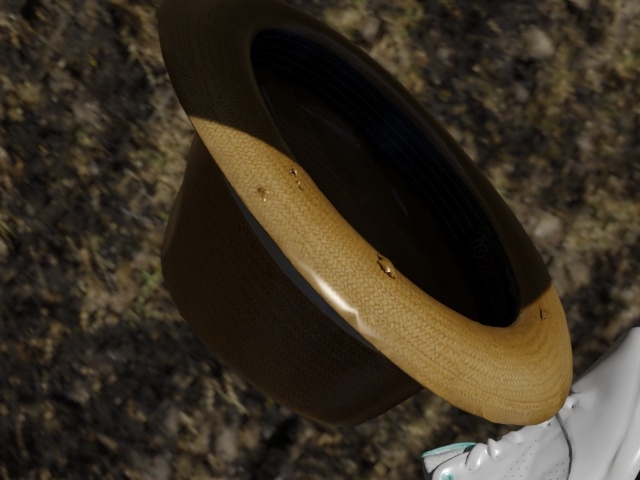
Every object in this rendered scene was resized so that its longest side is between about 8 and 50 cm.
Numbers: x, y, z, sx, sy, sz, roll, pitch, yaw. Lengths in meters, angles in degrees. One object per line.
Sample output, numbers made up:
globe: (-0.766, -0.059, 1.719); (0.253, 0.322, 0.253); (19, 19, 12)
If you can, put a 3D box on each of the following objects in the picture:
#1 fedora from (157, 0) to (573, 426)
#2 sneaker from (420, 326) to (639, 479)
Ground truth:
fedora: (0.000, 0.000, 0.547); (0.194, 0.194, 0.079); (28, 118, -37)
sneaker: (0.099, 0.120, 0.805); (0.212, 0.094, 0.080); (-56, 172, -12)
